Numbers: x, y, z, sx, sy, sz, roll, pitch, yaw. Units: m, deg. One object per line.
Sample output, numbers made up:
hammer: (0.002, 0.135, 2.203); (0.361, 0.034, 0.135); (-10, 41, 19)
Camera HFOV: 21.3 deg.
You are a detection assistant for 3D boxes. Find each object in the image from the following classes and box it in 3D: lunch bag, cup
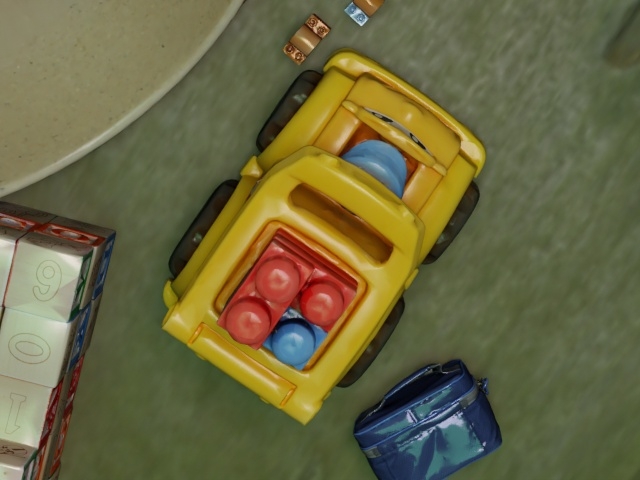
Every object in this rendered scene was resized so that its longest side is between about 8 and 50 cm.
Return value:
lunch bag: (0.072, 0.121, 1.139); (0.098, 0.067, 0.065); (-32, 97, 5)
cup: (-0.229, -0.203, 1.004); (0.331, 0.331, 0.237); (-37, 70, 7)

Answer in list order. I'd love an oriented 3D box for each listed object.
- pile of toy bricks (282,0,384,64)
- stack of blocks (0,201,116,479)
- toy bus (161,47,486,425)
pile of toy bricks: (0.011, -0.206, 1.073); (0.118, 0.105, 0.212); (41, 98, -4)
stack of blocks: (-0.219, 0.135, 1.099); (0.087, 0.171, 0.297); (15, 98, -1)
toy bus: (0.000, 0.000, 1.053); (0.149, 0.211, 0.220); (35, 97, -2)
